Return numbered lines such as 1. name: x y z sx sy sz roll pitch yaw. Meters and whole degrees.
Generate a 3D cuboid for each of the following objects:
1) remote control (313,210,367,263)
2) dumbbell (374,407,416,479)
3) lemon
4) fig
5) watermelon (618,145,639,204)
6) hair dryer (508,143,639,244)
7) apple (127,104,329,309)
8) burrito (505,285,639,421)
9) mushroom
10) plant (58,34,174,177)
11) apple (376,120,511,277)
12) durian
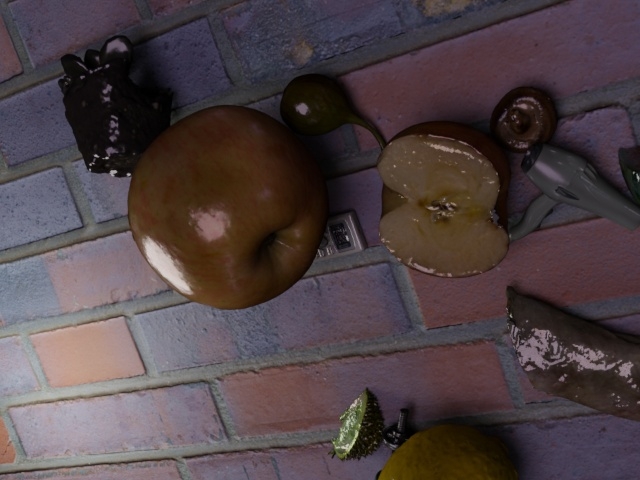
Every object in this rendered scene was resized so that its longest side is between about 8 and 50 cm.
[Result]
1. remote control: 0.000 0.000 1.931 0.190 0.029 0.088 -13 101 30
2. dumbbell: 0.161 0.468 1.992 0.081 0.081 0.254 16 115 21
3. lemon: 0.244 0.505 1.844 0.321 0.268 0.268 -33 92 -5
4. fig: 0.035 -0.233 1.791 0.236 0.124 0.124 26 119 -2
5. watermelon: 0.575 -0.123 1.590 0.158 0.121 0.098 -33 112 -11
6. hair dryer: 0.449 -0.039 1.676 0.229 0.092 0.267 18 135 10
7. apple: -0.167 -0.059 1.777 0.346 0.391 0.392 47 128 41
8. burrito: 0.481 0.225 1.733 0.347 0.107 0.175 21 103 16
9. mushroom: 0.356 -0.212 1.642 0.109 0.085 0.126 23 133 -33
10. plant: -0.421 -0.278 1.951 0.198 0.188 0.276 -20 79 37
11. apple: 0.236 -0.096 1.699 0.251 0.163 0.293 9 127 18
12. durian: 0.078 0.425 2.038 0.100 0.086 0.215 51 126 42
